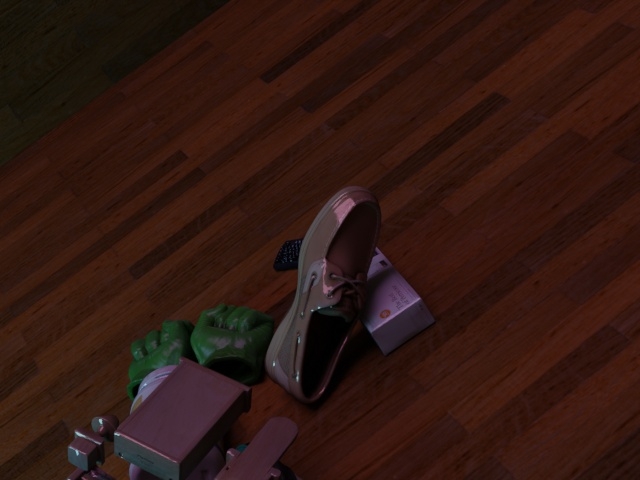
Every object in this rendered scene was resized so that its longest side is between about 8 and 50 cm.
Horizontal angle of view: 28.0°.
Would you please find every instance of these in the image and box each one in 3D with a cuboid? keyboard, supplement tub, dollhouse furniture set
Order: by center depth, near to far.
[{"bbox_3d":[-0.182,0.366,1.810,0.303,0.355,0.174,22,42,20],"label":"dollhouse furniture set"},{"bbox_3d":[-0.221,0.300,1.975,0.144,0.144,0.200,-27,32,10],"label":"supplement tub"},{"bbox_3d":[0.000,0.000,2.291,0.192,0.038,0.100,-8,39,33],"label":"keyboard"}]

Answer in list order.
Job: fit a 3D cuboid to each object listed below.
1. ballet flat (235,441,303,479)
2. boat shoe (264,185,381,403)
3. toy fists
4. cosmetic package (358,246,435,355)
[{"bbox_3d":[-0.038,0.384,1.751,0.095,0.096,0.280,-61,36,19],"label":"ballet flat"},{"bbox_3d":[0.025,0.086,1.977,0.110,0.121,0.341,33,106,56],"label":"boat shoe"},{"bbox_3d":[-0.206,0.185,2.169,0.279,0.096,0.142,-18,34,25],"label":"toy fists"},{"bbox_3d":[0.088,0.084,2.075,0.099,0.060,0.239,-36,32,-2],"label":"cosmetic package"}]
